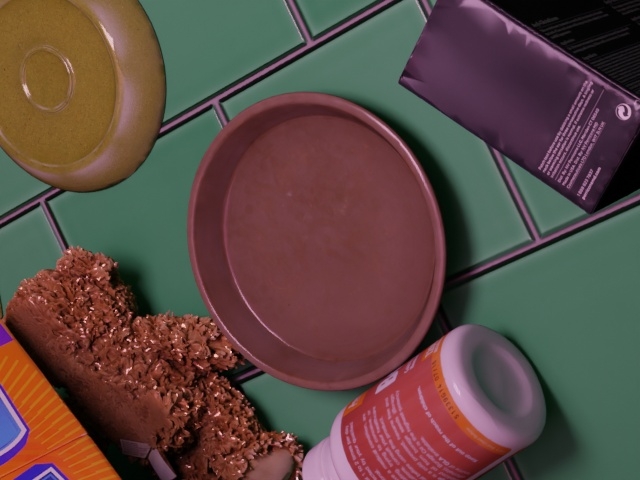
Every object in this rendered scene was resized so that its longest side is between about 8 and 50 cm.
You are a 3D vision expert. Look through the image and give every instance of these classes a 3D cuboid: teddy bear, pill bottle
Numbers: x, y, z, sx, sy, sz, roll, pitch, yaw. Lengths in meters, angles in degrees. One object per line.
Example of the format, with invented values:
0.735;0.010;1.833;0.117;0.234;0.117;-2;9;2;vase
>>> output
-0.162;0.155;1.933;0.338;0.113;0.245;29;124;15;teddy bear
0.087;0.175;1.755;0.216;0.121;0.121;-38;82;34;pill bottle

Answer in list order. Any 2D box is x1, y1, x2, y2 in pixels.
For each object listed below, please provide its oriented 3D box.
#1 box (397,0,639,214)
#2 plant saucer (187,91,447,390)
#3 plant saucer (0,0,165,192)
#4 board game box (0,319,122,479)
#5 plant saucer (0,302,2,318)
0.209;-0.133;1.506;0.184;0.261;0.103;39;120;19;box
0.000;0.000;1.803;0.278;0.041;0.277;7;104;31;plant saucer
-0.260;-0.161;1.935;0.241;0.037;0.241;10;109;31;plant saucer
-0.369;0.359;1.845;0.356;0.357;0.356;48;150;29;board game box
-0.436;0.001;2.087;0.188;0.045;0.188;-1;103;33;plant saucer
